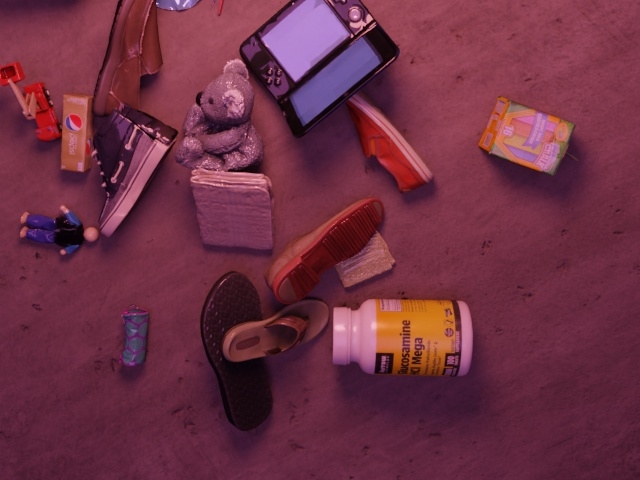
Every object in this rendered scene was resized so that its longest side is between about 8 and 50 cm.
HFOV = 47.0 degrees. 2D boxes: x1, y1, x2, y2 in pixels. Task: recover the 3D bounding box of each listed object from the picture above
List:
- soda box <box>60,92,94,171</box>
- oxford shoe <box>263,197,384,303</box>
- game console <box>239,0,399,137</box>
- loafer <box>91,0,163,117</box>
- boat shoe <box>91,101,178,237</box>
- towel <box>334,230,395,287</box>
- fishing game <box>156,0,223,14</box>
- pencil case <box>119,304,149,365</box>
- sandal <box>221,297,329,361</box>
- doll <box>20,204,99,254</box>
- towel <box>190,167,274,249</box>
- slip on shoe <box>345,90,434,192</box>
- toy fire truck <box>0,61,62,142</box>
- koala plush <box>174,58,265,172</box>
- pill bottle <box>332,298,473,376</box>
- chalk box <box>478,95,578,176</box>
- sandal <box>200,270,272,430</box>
[{"bbox_3d":[-0.583,-0.260,1.772,0.058,0.061,0.181,9,105,-1],"label":"soda box"},{"bbox_3d":[0.000,0.000,1.805,0.348,0.130,0.123,-38,128,-9],"label":"oxford shoe"},{"bbox_3d":[-0.011,-0.415,1.617,0.293,0.173,0.250,-38,99,12],"label":"game console"},{"bbox_3d":[-0.422,-0.446,1.697,0.130,0.134,0.366,15,117,-22],"label":"loafer"},{"bbox_3d":[-0.479,-0.170,1.742,0.158,0.127,0.340,34,116,-9],"label":"boat shoe"},{"bbox_3d":[0.104,0.048,1.860,0.148,0.027,0.110,-27,104,7],"label":"towel"},{"bbox_3d":[-0.338,-0.623,1.682,0.264,0.041,0.189,16,107,-3],"label":"fishing game"},{"bbox_3d":[-0.482,0.248,1.906,0.070,0.064,0.152,2,105,-16],"label":"pencil case"},{"bbox_3d":[-0.099,0.237,1.832,0.302,0.086,0.120,-20,112,-30],"label":"sandal"},{"bbox_3d":[-0.650,-0.028,1.844,0.189,0.046,0.129,10,106,-1],"label":"doll"},{"bbox_3d":[-0.204,-0.070,1.749,0.187,0.049,0.282,5,146,1],"label":"towel"},{"bbox_3d":[0.132,-0.243,1.739,0.101,0.123,0.331,-38,106,14],"label":"slip on shoe"},{"bbox_3d":[-0.673,-0.318,1.720,0.047,0.135,0.192,-16,104,5],"label":"toy fire truck"},{"bbox_3d":[-0.209,-0.286,1.671,0.203,0.196,0.221,11,128,-9],"label":"koala plush"},{"bbox_3d":[0.197,0.240,1.827,0.333,0.188,0.188,1,105,1],"label":"pill bottle"},{"bbox_3d":[0.502,-0.238,1.722,0.213,0.132,0.132,18,105,-5],"label":"chalk box"},{"bbox_3d":[-0.229,0.282,1.876,0.167,0.107,0.446,-21,118,-33],"label":"sandal"}]
